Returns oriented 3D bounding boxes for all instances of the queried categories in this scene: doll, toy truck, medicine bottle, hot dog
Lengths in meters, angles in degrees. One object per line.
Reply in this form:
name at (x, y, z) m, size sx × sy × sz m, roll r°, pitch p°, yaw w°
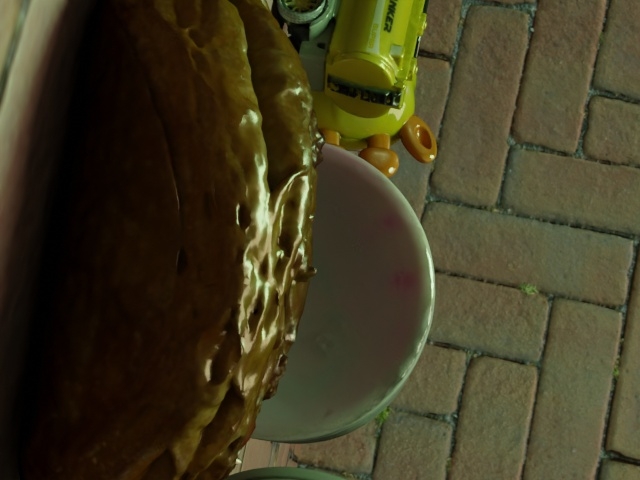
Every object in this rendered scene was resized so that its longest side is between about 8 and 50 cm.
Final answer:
doll at (0.027, -0.135, 1.162) m, size 0.135 × 0.143 × 0.221 m, roll 100°, pitch -8°, yaw -48°
toy truck at (0.034, -0.208, 1.044) m, size 0.098 × 0.114 × 0.227 m, roll 94°, pitch 8°, yaw -64°
medicine bottle at (-0.015, 0.041, 0.756) m, size 0.254 × 0.152 × 0.152 m, roll 80°, pitch 22°, yaw -80°
hot dog at (-0.053, 0.007, 0.503) m, size 0.160 × 0.099 × 0.227 m, roll -49°, pitch 153°, yaw -82°

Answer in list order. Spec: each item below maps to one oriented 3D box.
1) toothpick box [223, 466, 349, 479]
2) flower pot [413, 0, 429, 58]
toothpick box at (-0.031, 0.319, 0.819) m, size 0.316 × 0.229 × 0.229 m, roll -71°, pitch 172°, yaw -62°
flower pot at (0.070, -0.249, 1.589) m, size 0.157 × 0.107 × 0.157 m, roll 11°, pitch 90°, yaw -90°
